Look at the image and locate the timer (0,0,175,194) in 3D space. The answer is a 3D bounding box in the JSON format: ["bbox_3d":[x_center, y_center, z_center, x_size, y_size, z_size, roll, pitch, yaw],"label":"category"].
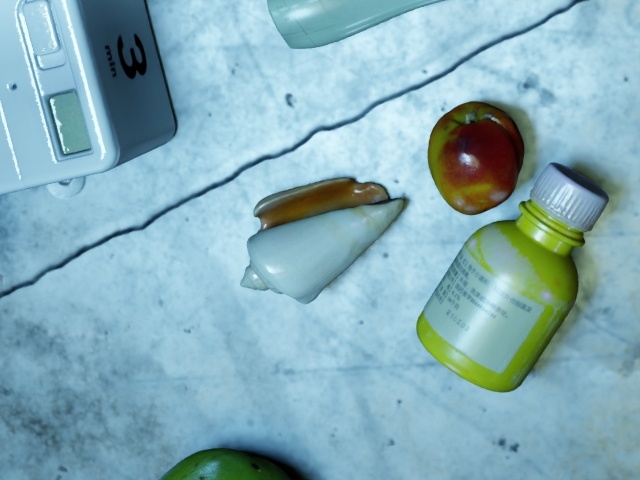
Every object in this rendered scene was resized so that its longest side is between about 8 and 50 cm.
[{"bbox_3d":[-0.276,-0.157,1.371,0.194,0.195,0.193,-11,100,14],"label":"timer"}]

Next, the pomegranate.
[{"bbox_3d":[-0.116,0.317,1.461,0.247,0.202,0.202,-4,103,44],"label":"pomegranate"}]

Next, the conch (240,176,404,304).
[{"bbox_3d":[-0.007,-0.006,1.401,0.176,0.104,0.094,-40,131,13],"label":"conch"}]

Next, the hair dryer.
[{"bbox_3d":[0.032,-0.319,1.349,0.206,0.075,0.237,-16,90,8],"label":"hair dryer"}]

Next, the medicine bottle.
[{"bbox_3d":[0.192,0.030,1.349,0.121,0.122,0.213,32,106,4],"label":"medicine bottle"}]

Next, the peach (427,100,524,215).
[{"bbox_3d":[0.149,-0.077,1.351,0.100,0.101,0.101,3,103,12],"label":"peach"}]
